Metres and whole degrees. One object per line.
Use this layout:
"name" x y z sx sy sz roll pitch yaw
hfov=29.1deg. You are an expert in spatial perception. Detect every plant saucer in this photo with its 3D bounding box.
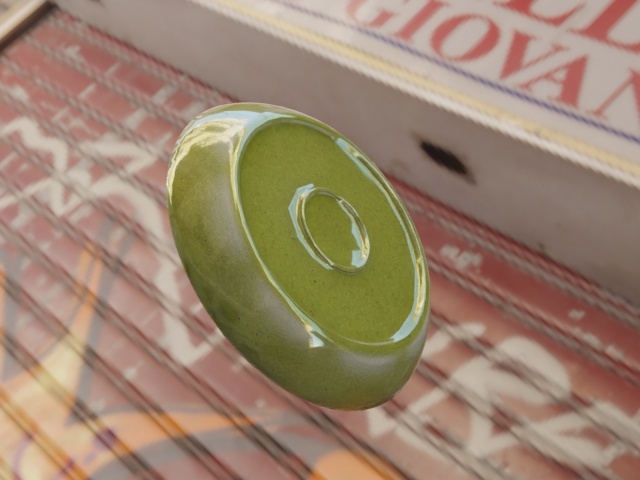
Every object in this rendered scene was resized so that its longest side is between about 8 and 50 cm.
"plant saucer" 0.000 0.000 0.860 0.037 0.241 0.241 -33 -76 36
